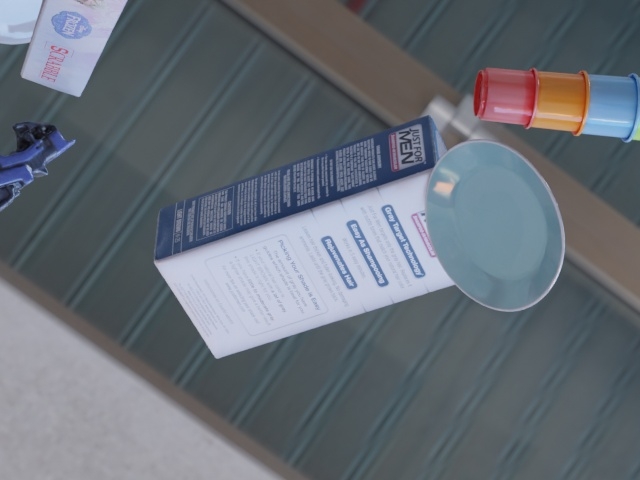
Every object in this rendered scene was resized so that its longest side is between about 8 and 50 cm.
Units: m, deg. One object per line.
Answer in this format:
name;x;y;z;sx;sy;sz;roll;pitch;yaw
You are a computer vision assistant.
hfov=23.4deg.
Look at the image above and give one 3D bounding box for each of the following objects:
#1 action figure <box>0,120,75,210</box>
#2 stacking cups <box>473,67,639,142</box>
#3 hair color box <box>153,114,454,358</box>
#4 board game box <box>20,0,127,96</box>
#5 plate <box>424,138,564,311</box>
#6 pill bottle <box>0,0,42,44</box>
action figure;-0.427;-0.043;1.548;0.341;0.330;0.178;-33;-178;-34
stacking cups;0.345;-0.163;1.857;0.096;0.316;0.096;-175;-90;-82
hair color box;0.000;0.000;1.796;0.347;0.174;0.105;-18;-141;14
board game box;-0.180;-0.322;1.376;0.318;0.066;0.318;145;-40;-71
plate;0.187;-0.017;1.632;0.024;0.188;0.188;-21;161;-42
pill bottle;-0.358;-0.337;1.658;0.153;0.153;0.265;-52;-135;16
